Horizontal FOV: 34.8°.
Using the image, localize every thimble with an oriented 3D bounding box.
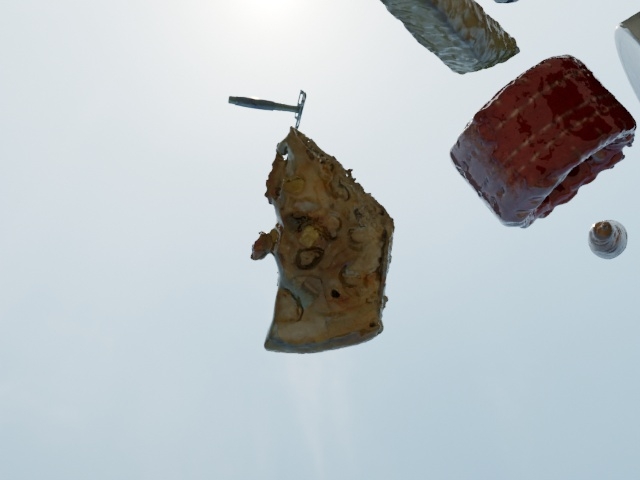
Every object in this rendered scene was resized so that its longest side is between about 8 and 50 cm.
[{"bbox_3d":[0.247,-0.109,1.138,0.189,0.163,0.125,-35,-106,-11],"label":"thimble"}]

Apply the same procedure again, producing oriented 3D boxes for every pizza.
[{"bbox_3d":[0.000,0.000,1.319,0.189,0.297,0.071,0,179,15],"label":"pizza"}]

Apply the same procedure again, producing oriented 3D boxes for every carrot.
[{"bbox_3d":[0.395,-0.003,1.413,0.059,0.059,0.248,24,-174,17],"label":"carrot"}]

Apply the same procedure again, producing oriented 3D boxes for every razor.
[{"bbox_3d":[-0.096,-0.238,1.803,0.135,0.068,0.040,6,-140,-13],"label":"razor"}]

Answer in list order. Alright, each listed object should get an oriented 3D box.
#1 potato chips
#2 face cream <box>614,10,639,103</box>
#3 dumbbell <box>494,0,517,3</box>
[{"bbox_3d":[0.064,-0.214,0.770,0.057,0.407,0.080,-5,-115,32],"label":"potato chips"},{"bbox_3d":[0.462,-0.204,1.151,0.187,0.201,0.201,-30,-135,8],"label":"face cream"},{"bbox_3d":[0.307,-0.385,1.331,0.325,0.143,0.143,5,-145,33],"label":"dumbbell"}]
